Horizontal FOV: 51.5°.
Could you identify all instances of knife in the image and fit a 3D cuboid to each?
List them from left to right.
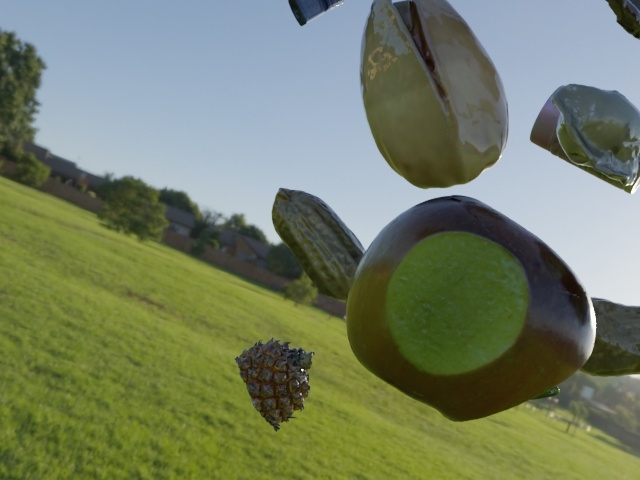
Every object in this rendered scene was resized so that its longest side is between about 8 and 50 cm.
[{"bbox_3d":[0.378,0.297,1.267,0.026,0.022,0.184,4,-21,-34],"label":"knife"}]

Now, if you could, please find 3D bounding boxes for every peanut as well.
[{"bbox_3d":[0.000,0.000,0.908,0.194,0.083,0.093,53,19,28],"label":"peanut"},{"bbox_3d":[0.563,0.190,1.232,0.291,0.159,0.143,5,-46,31],"label":"peanut"}]

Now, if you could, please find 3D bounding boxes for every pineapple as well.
[{"bbox_3d":[-0.067,0.257,1.296,0.161,0.137,0.176,56,7,-23],"label":"pineapple"}]

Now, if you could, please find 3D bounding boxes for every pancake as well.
[{"bbox_3d":[0.384,-0.407,0.947,0.286,0.288,0.033,26,-47,-33],"label":"pancake"}]

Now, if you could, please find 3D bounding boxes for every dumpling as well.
[{"bbox_3d":[0.545,-0.201,1.295,0.258,0.193,0.147,29,-35,-21],"label":"dumpling"}]

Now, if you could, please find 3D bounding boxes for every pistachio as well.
[{"bbox_3d":[0.150,-0.221,0.939,0.193,0.318,0.214,-20,-13,5],"label":"pistachio"}]

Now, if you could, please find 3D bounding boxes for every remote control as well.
[{"bbox_3d":[-0.002,-0.378,1.048,0.027,0.152,0.043,-10,-66,35],"label":"remote control"}]

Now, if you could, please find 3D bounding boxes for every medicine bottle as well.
[{"bbox_3d":[0.617,-0.228,1.482,0.254,0.152,0.152,35,2,23],"label":"medicine bottle"}]

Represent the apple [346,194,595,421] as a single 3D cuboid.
[{"bbox_3d":[0.099,0.054,0.475,0.163,0.147,0.146,41,3,19],"label":"apple"}]
